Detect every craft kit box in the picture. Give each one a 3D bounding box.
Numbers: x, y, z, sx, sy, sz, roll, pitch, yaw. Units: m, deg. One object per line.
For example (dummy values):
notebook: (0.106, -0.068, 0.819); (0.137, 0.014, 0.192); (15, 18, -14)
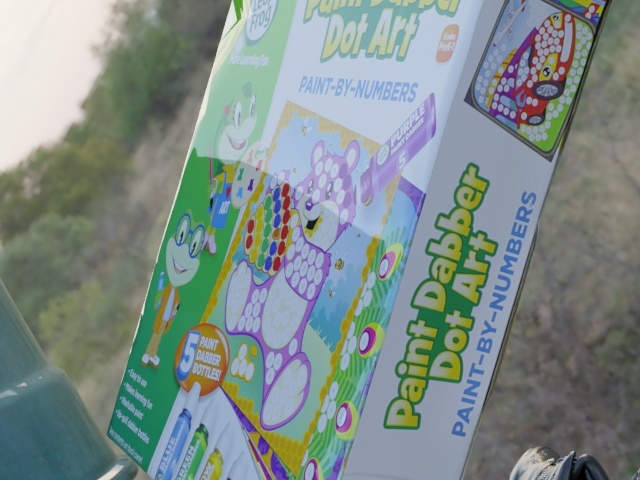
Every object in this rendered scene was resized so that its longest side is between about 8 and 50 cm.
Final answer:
craft kit box: (0.000, 0.000, 0.593); (0.250, 0.061, 0.247); (17, 88, 65)

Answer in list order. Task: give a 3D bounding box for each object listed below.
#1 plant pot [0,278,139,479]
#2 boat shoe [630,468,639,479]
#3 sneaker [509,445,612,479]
plant pot: (-0.339, 0.072, 0.925); (0.341, 0.334, 0.341); (-24, 0, 0)
boat shoe: (0.389, 0.245, 1.365); (0.065, 0.206, 0.075); (131, 150, -63)
sneaker: (0.264, 0.265, 1.528); (0.130, 0.087, 0.227); (-49, 3, 20)
